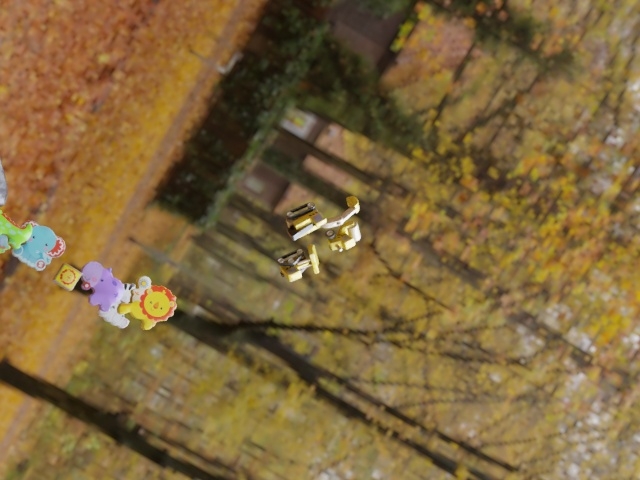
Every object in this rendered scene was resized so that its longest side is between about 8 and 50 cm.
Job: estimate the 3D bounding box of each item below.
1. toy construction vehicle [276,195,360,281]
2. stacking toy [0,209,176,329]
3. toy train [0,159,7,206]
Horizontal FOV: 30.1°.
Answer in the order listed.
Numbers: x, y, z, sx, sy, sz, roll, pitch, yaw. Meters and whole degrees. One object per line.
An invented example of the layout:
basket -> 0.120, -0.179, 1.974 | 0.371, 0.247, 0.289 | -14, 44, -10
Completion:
toy construction vehicle -> 0.000, 0.000, 1.274 | 0.085, 0.098, 0.035 | 79, -16, -45
stacking toy -> -0.268, 0.024, 1.269 | 0.052, 0.221, 0.167 | -60, -165, -13
toy train -> -0.590, -0.075, 1.640 | 0.190, 0.142, 0.334 | -19, 172, 22
